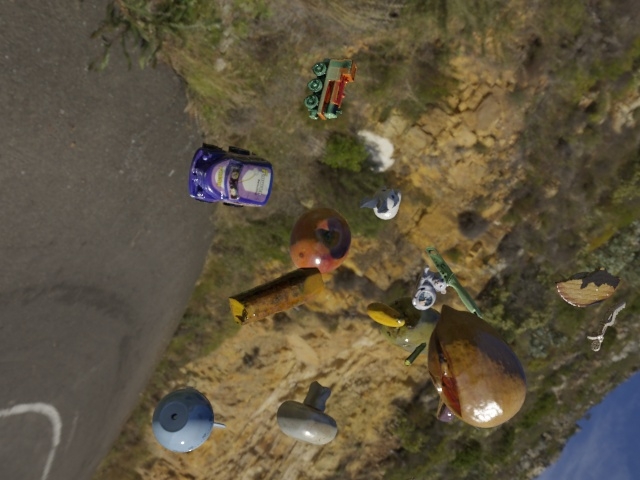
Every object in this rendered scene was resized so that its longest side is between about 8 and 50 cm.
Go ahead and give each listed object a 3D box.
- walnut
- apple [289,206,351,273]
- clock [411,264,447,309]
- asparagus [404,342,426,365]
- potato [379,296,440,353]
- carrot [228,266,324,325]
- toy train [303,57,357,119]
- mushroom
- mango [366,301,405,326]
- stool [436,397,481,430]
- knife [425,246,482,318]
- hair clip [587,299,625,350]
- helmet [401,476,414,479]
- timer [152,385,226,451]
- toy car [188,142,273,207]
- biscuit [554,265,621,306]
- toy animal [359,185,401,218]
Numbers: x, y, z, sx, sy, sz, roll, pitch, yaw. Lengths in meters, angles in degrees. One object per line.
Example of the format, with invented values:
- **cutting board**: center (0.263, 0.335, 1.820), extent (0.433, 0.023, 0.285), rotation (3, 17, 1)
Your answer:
- **walnut**: center (0.351, 0.282, 1.297), extent (0.203, 0.298, 0.203), rotation (-23, 175, -2)
- **apple**: center (0.000, 0.000, 2.077), extent (0.254, 0.253, 0.253), rotation (-55, -178, 3)
- **clock**: center (0.436, 0.196, 2.213), extent (0.080, 0.117, 0.176), rotation (-15, 126, -87)
- **asparagus**: center (0.322, 0.379, 1.886), extent (0.108, 0.025, 0.021), rotation (-43, 168, -18)
- **potato**: center (0.413, 0.372, 2.366), extent (0.218, 0.350, 0.202), rotation (-64, -157, -1)
- **carrot**: center (-0.136, 0.172, 1.763), extent (0.301, 0.114, 0.114), rotation (-21, 175, -12)
- **toy train**: center (0.026, -0.415, 1.537), extent (0.074, 0.118, 0.176), rotation (26, 76, -69)
- **mushroom**: center (-0.041, 0.659, 2.151), extent (0.244, 0.243, 0.243), rotation (-55, -178, 3)
- **mango**: center (0.259, 0.294, 2.210), extent (0.190, 0.098, 0.075), rotation (14, -103, 43)
- **stool**: center (0.620, 0.666, 2.404), extent (0.272, 0.178, 0.272), rotation (19, 90, -80)
- **knife**: center (0.427, 0.134, 1.805), extent (0.043, 0.293, 0.019), rotation (-40, 153, 19)
- **hair clip**: center (1.038, 0.292, 2.035), extent (0.226, 0.072, 0.034), rotation (-50, -151, -14)
- **helmet**: center (0.184, 0.811, 1.668), extent (0.204, 0.137, 0.257), rotation (-6, 161, -43)
- **timer**: center (-0.349, 0.467, 1.505), extent (0.175, 0.175, 0.255), rotation (-55, 173, 4)
- **toy car**: center (-0.245, -0.175, 1.575), extent (0.235, 0.157, 0.172), rotation (0, 103, -47)
- **biscuit**: center (0.999, 0.168, 2.111), extent (0.031, 0.228, 0.176), rotation (-91, -161, -75)
- **toy animal**: center (0.230, -0.147, 2.054), extent (0.131, 0.103, 0.220), rotation (-57, 166, 7)
